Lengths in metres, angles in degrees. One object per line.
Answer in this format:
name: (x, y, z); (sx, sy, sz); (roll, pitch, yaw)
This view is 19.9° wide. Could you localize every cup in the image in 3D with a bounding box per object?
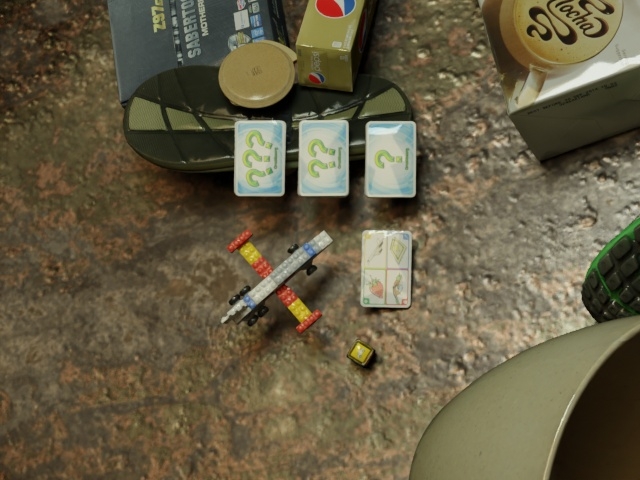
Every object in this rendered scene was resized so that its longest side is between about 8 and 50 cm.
cup: (0.212, 0.217, 1.513); (0.237, 0.331, 0.331); (2, 67, 51)

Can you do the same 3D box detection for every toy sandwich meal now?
toy sandwich meal: (-0.062, -0.165, 1.834); (0.085, 0.029, 0.086); (-2, 63, 3)

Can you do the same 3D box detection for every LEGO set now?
LEGO set: (0.000, 0.000, 1.770); (0.182, 0.060, 0.244); (1, 83, 4)

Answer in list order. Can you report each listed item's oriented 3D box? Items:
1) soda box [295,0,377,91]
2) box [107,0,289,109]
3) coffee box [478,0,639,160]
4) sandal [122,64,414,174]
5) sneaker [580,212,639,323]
soda box: (0.022, -0.240, 1.863); (0.058, 0.061, 0.181); (7, 53, 9)
box: (-0.137, -0.258, 1.973); (0.183, 0.059, 0.233); (-17, 63, 16)
coffee box: (0.241, -0.251, 1.781); (0.168, 0.119, 0.297); (-19, 62, 15)
sandal: (-0.055, -0.108, 1.869); (0.302, 0.086, 0.120); (3, 63, 8)
sneaker: (0.382, -0.033, 1.645); (0.343, 0.146, 0.134); (-39, 104, 15)
